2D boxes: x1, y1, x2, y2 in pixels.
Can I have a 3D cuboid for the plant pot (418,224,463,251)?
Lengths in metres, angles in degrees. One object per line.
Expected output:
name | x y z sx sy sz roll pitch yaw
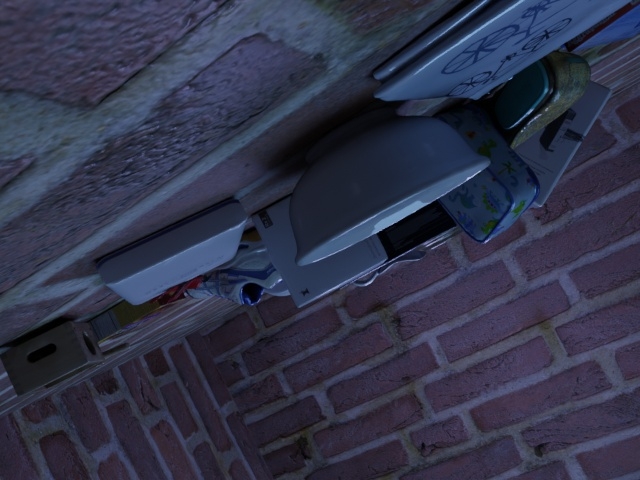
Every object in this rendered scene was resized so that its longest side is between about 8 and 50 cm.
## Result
plant pot | 0.279 -0.046 1.473 0.237 0.110 0.237 -28 176 -2

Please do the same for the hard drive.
hard drive | -0.227 0.029 0.980 0.210 0.040 0.319 -27 175 -14

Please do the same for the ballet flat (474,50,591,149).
ballet flat | 0.339 -0.215 1.074 0.123 0.123 0.348 -26 171 -22

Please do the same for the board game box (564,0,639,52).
board game box | 0.522 -0.375 1.004 0.281 0.027 0.145 -24 175 -41

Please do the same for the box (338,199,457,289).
box | 0.107 -0.045 1.216 0.261 0.184 0.103 -28 178 2

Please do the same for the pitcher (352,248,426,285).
pitcher | 0.107 -0.020 1.329 0.177 0.207 0.125 -28 175 2

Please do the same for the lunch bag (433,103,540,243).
lunch bag | 0.264 -0.115 1.073 0.090 0.219 0.176 -27 158 -24

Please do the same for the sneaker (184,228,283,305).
sneaker | -0.191 0.088 1.275 0.111 0.131 0.296 -26 176 -42

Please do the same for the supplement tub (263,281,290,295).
supplement tub | -0.079 0.053 1.427 0.144 0.144 0.199 -29 175 13

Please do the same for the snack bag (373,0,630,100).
snack bag | 0.254 -0.258 0.695 0.323 0.037 0.342 -31 174 34

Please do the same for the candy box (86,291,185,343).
candy box | -0.388 0.150 1.279 0.186 0.053 0.109 -28 176 16

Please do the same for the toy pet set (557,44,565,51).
toy pet set | 0.414 -0.289 1.074 0.114 0.065 0.122 -32 173 39

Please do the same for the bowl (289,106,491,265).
bowl | 0.070 -0.090 0.842 0.297 0.134 0.298 -27 175 -2

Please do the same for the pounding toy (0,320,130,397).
pounding toy | -0.461 0.201 1.146 0.181 0.094 0.206 -26 175 -10

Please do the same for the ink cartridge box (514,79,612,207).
ink cartridge box | 0.496 -0.214 1.341 0.273 0.114 0.197 -59 170 7

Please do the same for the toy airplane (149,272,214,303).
toy airplane | -0.271 0.086 1.167 0.151 0.028 0.151 -19 -156 9

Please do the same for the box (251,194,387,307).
box | 0.000 0.000 1.098 0.181 0.181 0.119 -28 176 1
